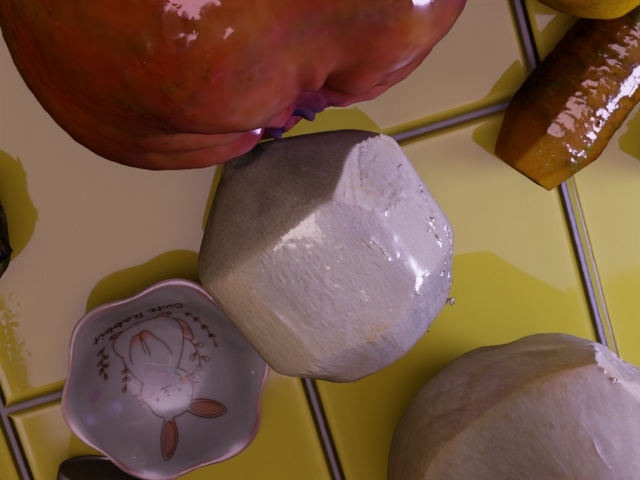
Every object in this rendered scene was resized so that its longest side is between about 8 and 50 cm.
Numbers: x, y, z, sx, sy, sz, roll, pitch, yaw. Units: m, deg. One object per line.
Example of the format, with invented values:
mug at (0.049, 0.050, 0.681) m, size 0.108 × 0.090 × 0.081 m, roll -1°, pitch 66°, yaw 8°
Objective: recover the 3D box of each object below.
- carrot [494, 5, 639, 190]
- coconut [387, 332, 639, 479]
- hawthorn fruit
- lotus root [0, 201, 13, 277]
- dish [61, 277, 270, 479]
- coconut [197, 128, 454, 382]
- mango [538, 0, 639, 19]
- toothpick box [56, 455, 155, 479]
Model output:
carrot at (0.301, -0.190, 1.375) m, size 0.114 × 0.114 × 0.302 m, roll 36°, pitch 94°, yaw -10°
coconut at (0.255, 0.290, 1.313) m, size 0.415 × 0.415 × 0.345 m, roll 29°, pitch 96°, yaw -9°
hawthorn fruit at (-0.087, -0.300, 1.170) m, size 0.471 × 0.472 × 0.472 m, roll -1°, pitch 101°, yaw -4°
lotus root at (-0.452, 0.015, 1.340) m, size 0.275 × 0.160 × 0.152 m, roll -11°, pitch 125°, yaw -1°
dish at (-0.166, 0.141, 1.423) m, size 0.229 × 0.081 × 0.229 m, roll -2°, pitch 104°, yaw -6°
coconut at (0.000, 0.000, 1.327) m, size 0.245 × 0.245 × 0.247 m, roll -34°, pitch 110°, yaw 3°
mango at (0.255, -0.398, 1.283) m, size 0.253 × 0.182 × 0.365 m, roll -4°, pitch 103°, yaw 26°
toothpick box at (-0.246, 0.338, 1.438) m, size 0.111 × 0.111 × 0.181 m, roll 9°, pitch 99°, yaw -6°
